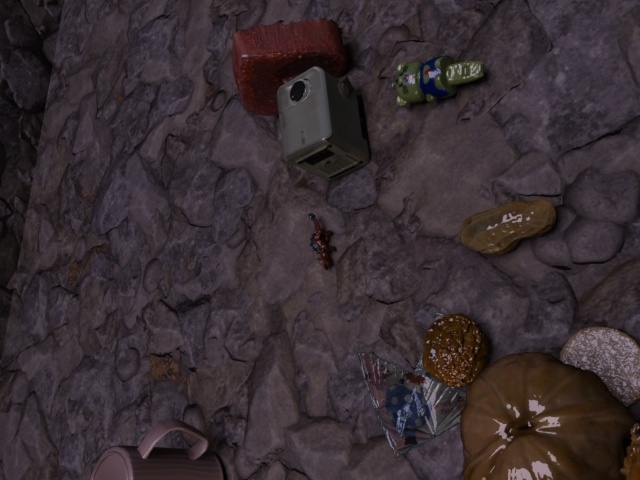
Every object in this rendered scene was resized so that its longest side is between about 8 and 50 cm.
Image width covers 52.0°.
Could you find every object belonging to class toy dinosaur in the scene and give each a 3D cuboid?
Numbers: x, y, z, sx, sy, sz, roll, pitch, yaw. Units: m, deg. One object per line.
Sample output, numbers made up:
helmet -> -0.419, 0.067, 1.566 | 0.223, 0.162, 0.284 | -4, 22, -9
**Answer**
toy dinosaur -> 0.000, 0.000, 1.597 | 0.055, 0.049, 0.154 | -32, 64, 33

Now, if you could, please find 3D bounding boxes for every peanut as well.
peanut -> 0.360, -0.026, 1.273 | 0.194, 0.083, 0.093 | -16, 68, 36

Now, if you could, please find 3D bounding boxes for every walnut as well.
walnut -> 0.358, 0.327, 1.050 | 0.285, 0.285, 0.296 | -40, 47, 25

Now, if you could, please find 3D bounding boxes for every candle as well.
candle -> -0.098, -0.440, 1.657 | 0.317, 0.287, 0.131 | -26, 67, 29

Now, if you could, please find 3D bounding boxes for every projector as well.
projector -> 0.003, -0.289, 1.592 | 0.163, 0.177, 0.242 | -20, 64, 33

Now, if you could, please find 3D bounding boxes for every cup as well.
cup -> -0.381, 0.595, 1.600 | 0.288, 0.273, 0.208 | -44, 47, 24

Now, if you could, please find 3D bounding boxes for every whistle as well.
whistle -> 0.255, -0.360, 1.459 | 0.227, 0.085, 0.105 | 0, 86, 40

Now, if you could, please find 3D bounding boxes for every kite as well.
kite -> 0.196, 0.299, 1.368 | 0.335, 0.011, 0.314 | 16, 88, 41

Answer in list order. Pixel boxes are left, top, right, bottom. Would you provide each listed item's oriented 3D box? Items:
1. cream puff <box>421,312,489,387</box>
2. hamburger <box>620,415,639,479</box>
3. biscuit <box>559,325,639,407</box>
cream puff -> 0.257, 0.209, 1.270 | 0.126, 0.103, 0.144 | 11, 73, 33
hamburger -> 0.541, 0.341, 0.909 | 0.245, 0.211, 0.260 | -42, 72, 18
biscuit -> 0.488, 0.222, 1.135 | 0.152, 0.020, 0.152 | -12, 71, 37
